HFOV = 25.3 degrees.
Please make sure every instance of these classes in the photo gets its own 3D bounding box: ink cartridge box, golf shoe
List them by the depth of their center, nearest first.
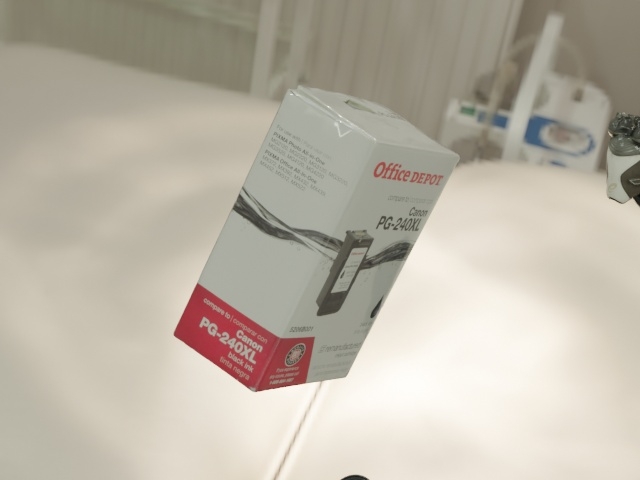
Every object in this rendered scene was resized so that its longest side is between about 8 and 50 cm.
[{"bbox_3d":[0.000,0.000,0.777,0.063,0.150,0.109,33,15,25],"label":"ink cartridge box"},{"bbox_3d":[0.349,-0.070,1.422,0.198,0.094,0.077,6,12,-37],"label":"golf shoe"}]

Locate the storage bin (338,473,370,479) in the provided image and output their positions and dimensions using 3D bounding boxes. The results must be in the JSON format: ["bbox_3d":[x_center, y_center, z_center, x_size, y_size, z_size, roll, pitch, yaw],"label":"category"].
[{"bbox_3d":[0.002,0.316,1.313,0.180,0.084,0.122,-32,61,-1],"label":"storage bin"}]
